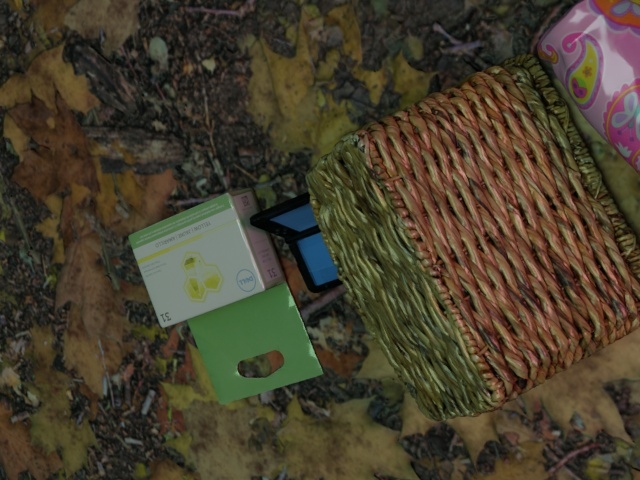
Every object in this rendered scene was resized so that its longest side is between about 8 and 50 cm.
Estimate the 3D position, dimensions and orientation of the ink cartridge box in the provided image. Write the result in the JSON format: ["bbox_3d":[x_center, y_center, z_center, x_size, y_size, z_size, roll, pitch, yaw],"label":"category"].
[{"bbox_3d":[-0.114,0.074,1.424,0.171,0.056,0.235,-21,89,34],"label":"ink cartridge box"}]

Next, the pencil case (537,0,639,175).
[{"bbox_3d":[0.318,-0.101,1.064,0.284,0.124,0.124,52,123,10],"label":"pencil case"}]

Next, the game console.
[{"bbox_3d":[0.000,0.000,1.323,0.122,0.107,0.071,-21,62,34],"label":"game console"}]

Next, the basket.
[{"bbox_3d":[0.153,0.005,1.211,0.299,0.223,0.213,62,158,4],"label":"basket"}]
